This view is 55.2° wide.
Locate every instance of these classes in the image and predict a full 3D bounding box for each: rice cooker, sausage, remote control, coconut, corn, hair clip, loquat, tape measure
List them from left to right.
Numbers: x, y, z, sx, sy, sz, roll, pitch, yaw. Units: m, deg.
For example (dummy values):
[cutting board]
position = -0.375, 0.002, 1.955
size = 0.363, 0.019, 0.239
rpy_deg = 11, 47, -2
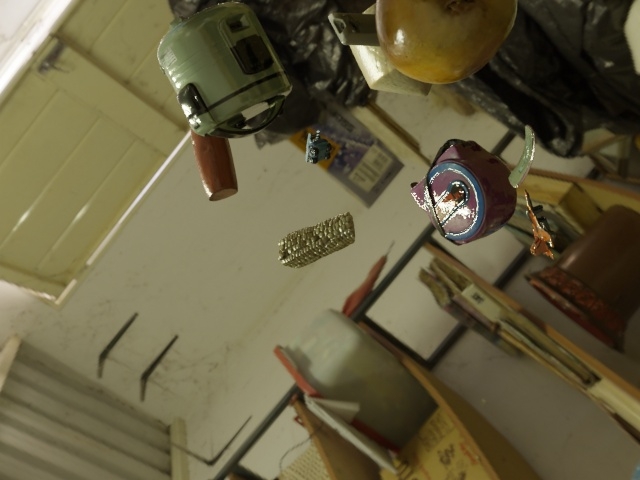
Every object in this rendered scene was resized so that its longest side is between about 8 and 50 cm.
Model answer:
[sausage]
position = -0.308, -0.249, 1.756
size = 0.113, 0.114, 0.259
rpy_deg = 24, -129, -78
[rice cooker]
position = -0.181, -0.319, 1.186
size = 0.226, 0.226, 0.244
rpy_deg = -121, 5, -80
[corn]
position = 0.000, 0.000, 1.362
size = 0.087, 0.211, 0.087
rpy_deg = 41, -142, -43
[remote control]
position = 0.178, -0.584, 1.674
size = 0.313, 0.055, 0.109
rpy_deg = -9, -117, -30
[coconut]
position = 0.253, -0.594, 1.915
size = 0.329, 0.329, 0.329
rpy_deg = 39, -177, -3
[loquat]
position = 0.224, -0.424, 1.136
size = 0.263, 0.263, 0.263
rpy_deg = 39, -177, -3
[tape measure]
position = 0.356, -0.120, 1.502
size = 0.149, 0.231, 0.245
rpy_deg = -17, -111, -34
[hair clip]
position = 0.434, -0.179, 1.306
size = 0.022, 0.137, 0.054
rpy_deg = 4, -149, -5

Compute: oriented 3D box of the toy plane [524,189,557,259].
[toy plane]
position = 0.566, -0.044, 1.577
size = 0.135, 0.062, 0.188
rpy_deg = -84, -16, -83

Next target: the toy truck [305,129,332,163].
[toy truck]
position = -0.012, -0.253, 1.784
size = 0.074, 0.063, 0.136
rpy_deg = 61, 158, 25
